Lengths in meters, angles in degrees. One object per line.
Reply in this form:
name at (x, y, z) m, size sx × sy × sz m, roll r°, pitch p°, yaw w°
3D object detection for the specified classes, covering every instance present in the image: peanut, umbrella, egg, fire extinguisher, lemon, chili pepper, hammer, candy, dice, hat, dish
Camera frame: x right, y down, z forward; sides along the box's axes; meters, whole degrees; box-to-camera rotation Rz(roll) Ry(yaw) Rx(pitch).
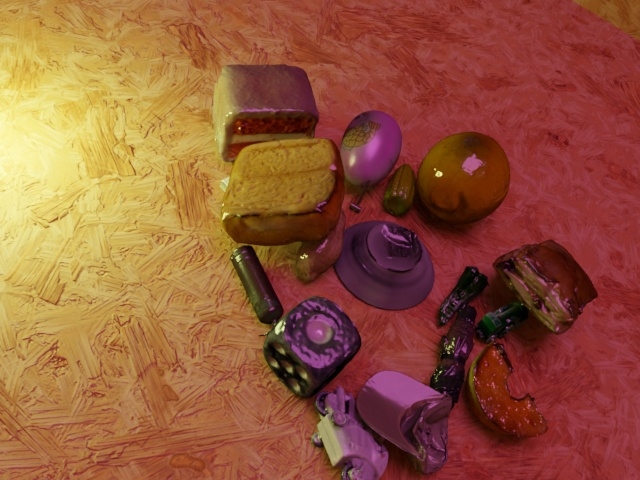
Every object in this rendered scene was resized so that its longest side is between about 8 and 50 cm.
peanut at (0.000, 0.000, 1.843) m, size 0.122 × 0.137 × 0.253 m, roll 47°, pitch 40°, yaw -38°
umbrella at (0.358, 0.306, 1.748) m, size 0.094 × 0.090 × 0.326 m, roll 25°, pitch 54°, yaw -1°
egg at (0.159, -0.286, 2.055) m, size 0.196 × 0.196 × 0.271 m, roll 10°, pitch 56°, yaw -10°
fire extinguisher at (-0.165, 0.143, 1.719) m, size 0.089 × 0.072 × 0.268 m, roll -30°, pitch 65°, yaw 2°
lemon at (0.444, -0.192, 2.026) m, size 0.296 × 0.297 × 0.297 m, roll 9°, pitch 53°, yaw -12°
chili pepper at (0.403, 0.171, 1.886) m, size 0.088 × 0.059 × 0.227 m, roll 44°, pitch 57°, yaw 2°
hammer at (0.125, -0.137, 1.990) m, size 0.035 × 0.110 × 0.019 m, roll 29°, pitch 29°, yaw 6°
candy at (0.258, -0.172, 2.072) m, size 0.096 × 0.097 × 0.210 m, roll 21°, pitch 46°, yaw -2°
dice at (-0.021, 0.261, 1.603) m, size 0.182 × 0.183 × 0.181 m, roll -34°, pitch 72°, yaw -33°
hat at (0.204, 0.447, 1.591) m, size 0.244 × 0.149 × 0.214 m, roll 20°, pitch 40°, yaw 21°
dish at (0.198, 0.042, 1.881) m, size 0.316 × 0.106 × 0.317 m, roll 9°, pitch 52°, yaw -11°

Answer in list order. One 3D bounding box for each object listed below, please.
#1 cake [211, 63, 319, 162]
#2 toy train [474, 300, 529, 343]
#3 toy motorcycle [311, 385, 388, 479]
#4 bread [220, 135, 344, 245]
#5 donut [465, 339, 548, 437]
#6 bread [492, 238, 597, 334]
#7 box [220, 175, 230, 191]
cake at (-0.173, -0.384, 1.997) m, size 0.308 × 0.237 × 0.230 m, roll -5°, pitch 53°, yaw -18°
toy train at (0.518, 0.225, 1.853) m, size 0.178 × 0.105 × 0.071 m, roll -19°, pitch 58°, yaw -30°
toy motorcycle at (0.082, 0.470, 1.542) m, size 0.170 × 0.110 × 0.260 m, roll 7°, pitch 43°, yaw -35°
bread at (-0.094, -0.134, 1.805) m, size 0.336 × 0.148 × 0.328 m, roll -5°, pitch 48°, yaw 11°
donut at (0.451, 0.403, 1.680) m, size 0.152 × 0.101 × 0.259 m, roll -20°, pitch 76°, yaw -28°
bread at (0.652, 0.110, 1.864) m, size 0.277 × 0.167 × 0.324 m, roll 51°, pitch 22°, yaw 19°
box at (-0.213, -0.174, 1.950) m, size 0.154 × 0.040 × 0.084 m, roll -33°, pitch 73°, yaw -33°
